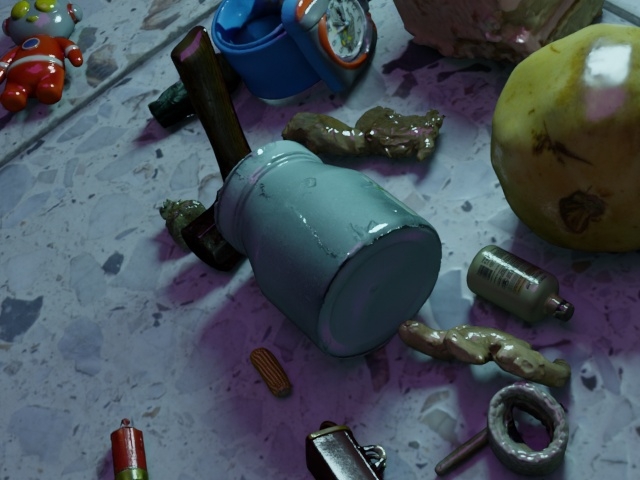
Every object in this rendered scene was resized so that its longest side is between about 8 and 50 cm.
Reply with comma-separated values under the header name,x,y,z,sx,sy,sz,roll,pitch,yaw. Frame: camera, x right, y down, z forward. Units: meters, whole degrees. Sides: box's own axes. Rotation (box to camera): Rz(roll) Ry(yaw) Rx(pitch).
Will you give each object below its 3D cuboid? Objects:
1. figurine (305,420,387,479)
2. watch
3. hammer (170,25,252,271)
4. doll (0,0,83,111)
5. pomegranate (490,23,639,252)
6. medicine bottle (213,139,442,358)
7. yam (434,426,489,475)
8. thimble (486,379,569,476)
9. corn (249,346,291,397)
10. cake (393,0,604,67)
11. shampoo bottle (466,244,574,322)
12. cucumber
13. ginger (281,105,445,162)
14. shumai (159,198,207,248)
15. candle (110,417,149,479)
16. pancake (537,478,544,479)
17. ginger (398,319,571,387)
name,x,y,z,sx,sy,sz,roll,pitch,yaw
figurine,0.041,0.305,1.501,0.098,0.082,0.154,-22,49,-17
watch,-0.047,-0.420,1.991,0.274,0.241,0.305,-3,52,33
hammer,-0.144,-0.152,1.692,0.095,0.409,0.242,33,66,34
doll,-0.570,-0.405,2.210,0.199,0.105,0.337,-10,53,11
pomegranate,0.413,-0.147,1.587,0.332,0.333,0.333,-9,52,12
medicine bottle,0.000,0.000,1.629,0.245,0.245,0.290,-40,54,-13
yam,0.204,0.284,1.492,0.116,0.021,0.021,-34,51,-10
thimble,0.273,0.251,1.442,0.102,0.090,0.115,-18,64,0
corn,-0.074,0.198,1.639,0.037,0.037,0.092,-31,50,-6
cake,0.294,-0.474,1.852,0.314,0.307,0.293,29,69,34
shampoo bottle,0.296,0.071,1.585,0.162,0.079,0.079,29,67,32
cucumber,-0.228,-0.279,2.023,0.193,0.086,0.115,-33,7,-6
ginger,0.063,-0.187,1.853,0.290,0.084,0.122,3,62,21
shumai,-0.232,-0.034,1.859,0.082,0.083,0.080,-3,15,-18
candle,-0.283,0.318,1.608,0.052,0.052,0.131,-20,50,3
pancake,0.337,0.481,1.273,0.304,0.067,0.427,2,53,17
ginger,0.216,0.148,1.515,0.258,0.149,0.065,15,86,25
